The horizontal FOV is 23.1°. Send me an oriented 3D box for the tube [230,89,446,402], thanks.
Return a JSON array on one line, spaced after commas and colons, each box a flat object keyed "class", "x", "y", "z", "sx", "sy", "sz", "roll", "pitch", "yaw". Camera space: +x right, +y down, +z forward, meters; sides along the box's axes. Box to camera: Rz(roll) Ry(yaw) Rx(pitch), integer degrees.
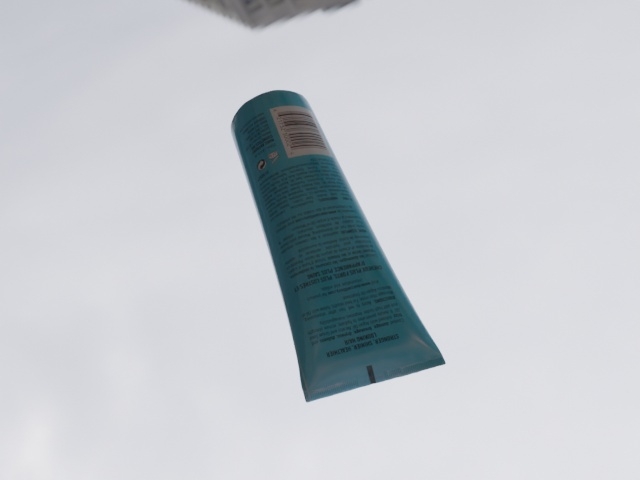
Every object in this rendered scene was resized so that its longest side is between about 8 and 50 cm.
[{"class": "tube", "x": 0.000, "y": 0.000, "z": 0.913, "sx": 0.080, "sy": 0.052, "sz": 0.207, "roll": -18, "pitch": -127, "yaw": -5}]
